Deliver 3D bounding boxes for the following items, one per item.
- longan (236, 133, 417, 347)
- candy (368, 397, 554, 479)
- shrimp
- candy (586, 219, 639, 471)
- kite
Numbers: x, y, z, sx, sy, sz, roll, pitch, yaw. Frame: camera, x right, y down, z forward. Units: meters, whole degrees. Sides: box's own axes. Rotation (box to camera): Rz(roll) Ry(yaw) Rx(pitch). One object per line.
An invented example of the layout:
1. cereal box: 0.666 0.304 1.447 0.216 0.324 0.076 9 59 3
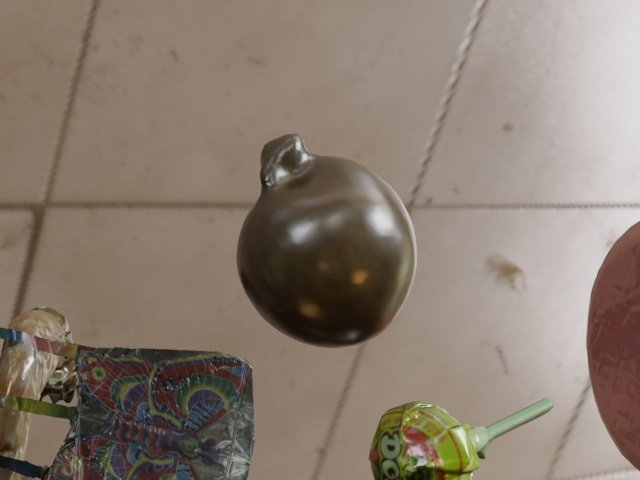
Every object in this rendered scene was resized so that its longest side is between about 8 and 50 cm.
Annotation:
1. longan: 0.000 0.000 1.308 0.185 0.159 0.204 -27 95 -57
2. candy: 0.091 0.110 0.803 0.058 0.062 0.194 -28 169 32
3. shrimp: -0.332 0.198 1.638 0.085 0.360 0.247 10 85 -1
4. candy: 0.331 0.087 1.249 0.094 0.255 0.255 0 120 -24
5. kite: -0.180 0.120 1.002 0.285 0.015 0.152 20 63 -19
